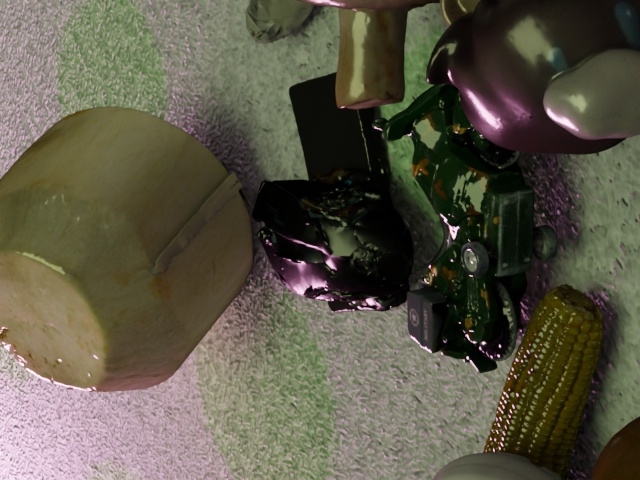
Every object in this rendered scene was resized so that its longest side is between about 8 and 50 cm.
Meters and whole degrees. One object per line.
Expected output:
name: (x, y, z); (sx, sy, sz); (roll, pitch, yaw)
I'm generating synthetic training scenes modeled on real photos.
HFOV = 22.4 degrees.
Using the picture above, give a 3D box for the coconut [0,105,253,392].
coconut: (-0.228, 0.006, 1.799); (0.323, 0.323, 0.323); (16, 111, 50)

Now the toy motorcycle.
toy motorcycle: (0.125, -0.025, 1.446); (0.187, 0.125, 0.274); (32, 128, 57)

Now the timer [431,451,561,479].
timer: (0.188, 0.312, 1.413); (0.262, 0.087, 0.237); (34, 128, 10)

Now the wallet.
wallet: (0.027, -0.049, 1.651); (0.124, 0.025, 0.244); (-10, 93, 54)

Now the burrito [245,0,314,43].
burrito: (-0.016, -0.271, 1.631); (0.203, 0.064, 0.064); (-48, 61, 44)

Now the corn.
corn: (0.199, 0.148, 1.432); (0.080, 0.080, 0.231); (40, 125, 41)

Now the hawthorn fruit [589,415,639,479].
hawthorn fruit: (0.325, 0.252, 1.149); (0.301, 0.268, 0.268); (-4, 95, 51)

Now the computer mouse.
computer mouse: (0.000, 0.000, 1.616); (0.242, 0.077, 0.146); (11, 107, 52)

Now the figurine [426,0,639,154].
figurine: (0.173, -0.242, 1.247); (0.206, 0.218, 0.365); (-25, 83, 53)

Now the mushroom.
mushroom: (0.051, -0.221, 1.426); (0.207, 0.207, 0.215); (13, 104, 51)
